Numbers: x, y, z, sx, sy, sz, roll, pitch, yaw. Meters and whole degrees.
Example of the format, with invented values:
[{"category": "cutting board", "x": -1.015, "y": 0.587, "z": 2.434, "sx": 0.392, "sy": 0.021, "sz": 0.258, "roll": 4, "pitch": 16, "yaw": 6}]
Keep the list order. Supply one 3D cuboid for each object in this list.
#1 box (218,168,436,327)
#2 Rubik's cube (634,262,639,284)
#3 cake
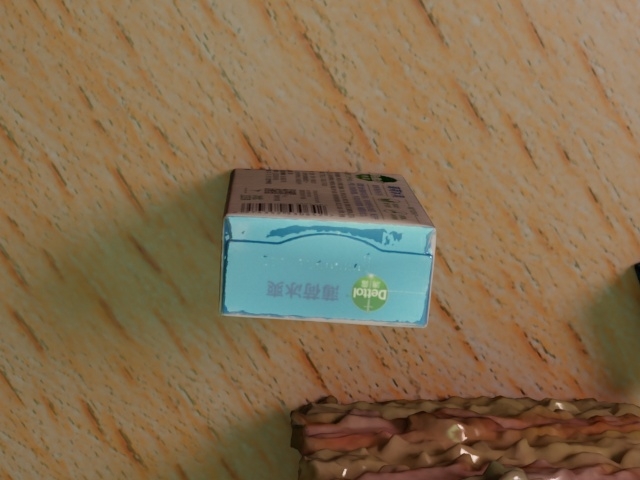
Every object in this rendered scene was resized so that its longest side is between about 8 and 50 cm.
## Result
[{"category": "box", "x": 0.000, "y": -0.001, "z": 0.861, "sx": 0.139, "sy": 0.194, "sz": 0.073, "roll": 3, "pitch": 102, "yaw": -3}, {"category": "Rubik's cube", "x": 0.314, "y": 0.055, "z": 0.943, "sx": 0.092, "sy": 0.092, "sz": 0.092, "roll": -21, "pitch": 104, "yaw": 3}, {"category": "cake", "x": 0.133, "y": 0.271, "z": 0.865, "sx": 0.314, "sy": 0.307, "sz": 0.293, "roll": -5, "pitch": 98, "yaw": 0}]
